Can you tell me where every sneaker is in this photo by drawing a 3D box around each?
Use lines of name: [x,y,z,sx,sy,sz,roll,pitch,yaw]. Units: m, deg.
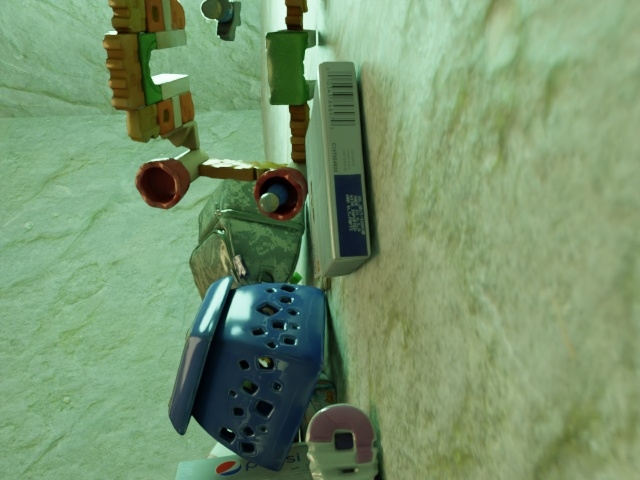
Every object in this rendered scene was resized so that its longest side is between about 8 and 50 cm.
sneaker: [0.031,0.316,0.604,0.104,0.095,0.237,88,-179,-70]

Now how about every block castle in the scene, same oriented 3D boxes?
block castle: [-0.162,-0.267,0.801,0.213,0.302,0.454,-60,-26,-62]

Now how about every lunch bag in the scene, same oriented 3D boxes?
lunch bag: [-0.172,0.029,1.188,0.305,0.212,0.256,-34,51,57]

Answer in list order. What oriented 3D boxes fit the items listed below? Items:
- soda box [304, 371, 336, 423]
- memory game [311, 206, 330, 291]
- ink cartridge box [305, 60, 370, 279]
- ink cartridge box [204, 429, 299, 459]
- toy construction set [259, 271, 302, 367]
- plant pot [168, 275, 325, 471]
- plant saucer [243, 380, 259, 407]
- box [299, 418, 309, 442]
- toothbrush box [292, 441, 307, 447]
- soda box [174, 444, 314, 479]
soda box: [-0.011,0.292,0.984,0.183,0.058,0.063,145,120,-80]
memory game: [0.000,0.000,0.927,0.186,0.012,0.186,176,90,-82]
ink cartridge box: [0.016,-0.069,0.652,0.224,0.045,0.224,124,143,-79]
ink cartridge box: [-0.154,0.496,1.163,0.273,0.114,0.197,-51,-31,-50]
toy construction set: [-0.111,0.267,1.284,0.237,0.257,0.309,44,-162,-8]
plant pot: [-0.125,0.207,0.891,0.236,0.212,0.236,-87,14,-66]
plant saucer: [-0.135,0.332,1.055,0.188,0.045,0.188,-103,-8,-57]
box: [-0.026,0.474,1.242,0.109,0.042,0.178,95,169,-51]
toothbrush box: [-0.037,0.595,1.066,0.216,0.126,0.296,-104,12,-57]
soda box: [-0.107,0.437,0.912,0.091,0.286,0.098,-137,42,-78]
